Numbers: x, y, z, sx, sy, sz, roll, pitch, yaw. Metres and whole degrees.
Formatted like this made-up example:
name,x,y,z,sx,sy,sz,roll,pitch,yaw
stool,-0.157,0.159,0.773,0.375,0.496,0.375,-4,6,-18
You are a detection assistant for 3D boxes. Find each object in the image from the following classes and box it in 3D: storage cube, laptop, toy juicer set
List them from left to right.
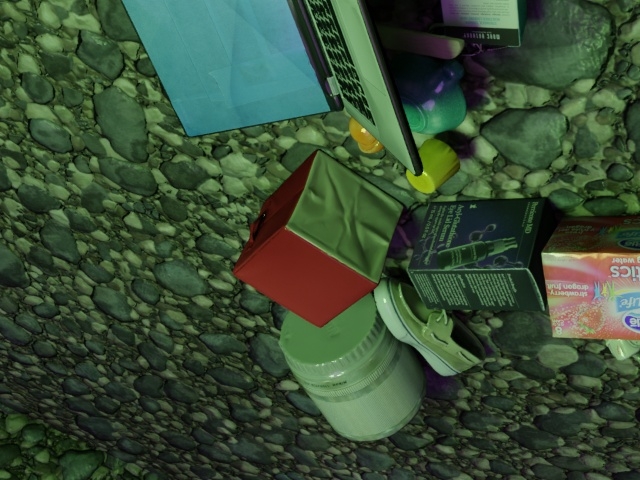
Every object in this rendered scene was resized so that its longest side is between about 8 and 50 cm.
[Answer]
name,x,y,z,sx,sy,sz,roll,pitch,yaw
laptop,-0.097,-0.266,1.307,0.236,0.408,0.382,-28,124,-6
storage cube,0.000,0.000,1.707,0.215,0.183,0.193,32,142,-13
toy juicer set,0.116,-0.225,1.445,0.209,0.089,0.329,32,153,21

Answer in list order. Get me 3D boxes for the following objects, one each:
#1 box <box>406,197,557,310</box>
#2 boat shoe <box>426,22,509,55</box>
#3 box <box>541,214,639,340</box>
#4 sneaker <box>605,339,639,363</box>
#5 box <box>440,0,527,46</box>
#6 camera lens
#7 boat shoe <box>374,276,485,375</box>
name,x,y,z,sx,sy,sz,roll,pitch,yaw
box,0.265,0.023,1.625,0.207,0.153,0.108,-3,137,29
boat shoe,0.203,-0.270,1.368,0.125,0.038,0.046,9,143,18
box,0.499,0.056,1.512,0.300,0.142,0.154,0,114,28
sneaker,0.498,0.137,1.682,0.232,0.115,0.090,32,144,-14
box,0.196,-0.353,1.242,0.100,0.060,0.244,7,142,20
camera lens,0.068,0.238,1.953,0.219,0.219,0.274,-2,138,30
boat shoe,0.206,0.151,1.888,0.094,0.109,0.302,-23,136,26
